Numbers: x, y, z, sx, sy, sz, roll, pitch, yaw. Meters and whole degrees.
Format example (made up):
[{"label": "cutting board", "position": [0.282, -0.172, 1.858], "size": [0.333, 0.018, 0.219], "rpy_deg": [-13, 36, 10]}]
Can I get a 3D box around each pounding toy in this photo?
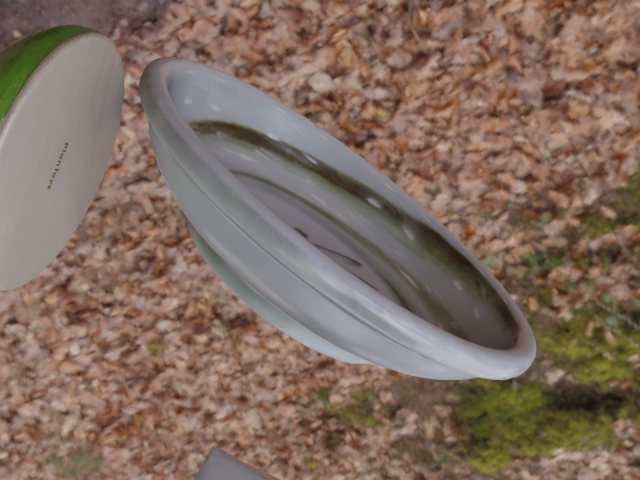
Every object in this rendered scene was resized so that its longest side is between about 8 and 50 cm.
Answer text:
[{"label": "pounding toy", "position": [-0.232, -0.048, 0.578], "size": [0.183, 0.110, 0.237], "rpy_deg": [103, 11, -63]}]

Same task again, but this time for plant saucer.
[{"label": "plant saucer", "position": [0.000, 0.000, 0.760], "size": [0.100, 0.400, 0.400], "rpy_deg": [-53, 156, 15]}]

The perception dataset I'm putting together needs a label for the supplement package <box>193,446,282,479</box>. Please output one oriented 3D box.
[{"label": "supplement package", "position": [-0.012, 0.263, 0.505], "size": [0.194, 0.149, 0.203], "rpy_deg": [42, 74, -47]}]
